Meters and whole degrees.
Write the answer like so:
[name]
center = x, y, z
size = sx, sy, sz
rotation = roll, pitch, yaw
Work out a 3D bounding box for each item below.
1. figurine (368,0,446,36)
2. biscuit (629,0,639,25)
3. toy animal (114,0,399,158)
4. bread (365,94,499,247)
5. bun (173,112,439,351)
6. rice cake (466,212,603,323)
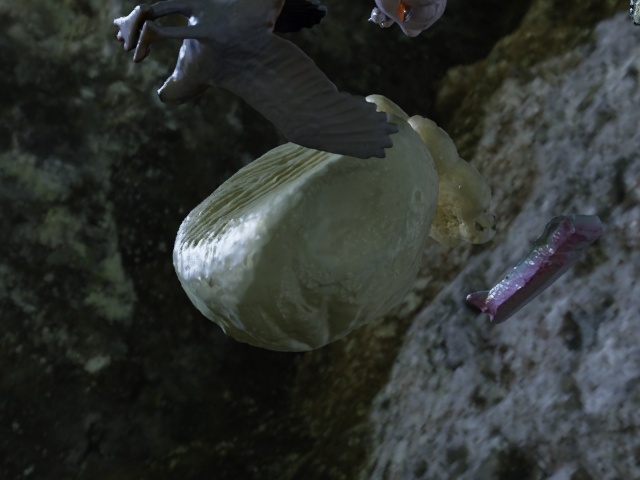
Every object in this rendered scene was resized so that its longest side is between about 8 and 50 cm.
[figurine]
center = 0.123, -0.364, 1.654
size = 0.112, 0.137, 0.229
rotation = -3, -171, -10
[biscuit]
center = 0.339, -0.285, 0.906
size = 0.147, 0.250, 0.046
rotation = -6, -149, -27
[toy animal]
center = -0.051, -0.232, 1.173
size = 0.302, 0.284, 0.225
rotation = -8, -122, -20
[bread]
center = 0.147, -0.101, 1.797
size = 0.316, 0.316, 0.054
rotation = 40, -109, 5
[bun]
center = 0.000, 0.000, 1.448
size = 0.227, 0.349, 0.352
rotation = 59, -174, -16
[rice cake]
center = 0.328, 0.045, 1.769
size = 0.081, 0.290, 0.051
rotation = 16, -126, -18
